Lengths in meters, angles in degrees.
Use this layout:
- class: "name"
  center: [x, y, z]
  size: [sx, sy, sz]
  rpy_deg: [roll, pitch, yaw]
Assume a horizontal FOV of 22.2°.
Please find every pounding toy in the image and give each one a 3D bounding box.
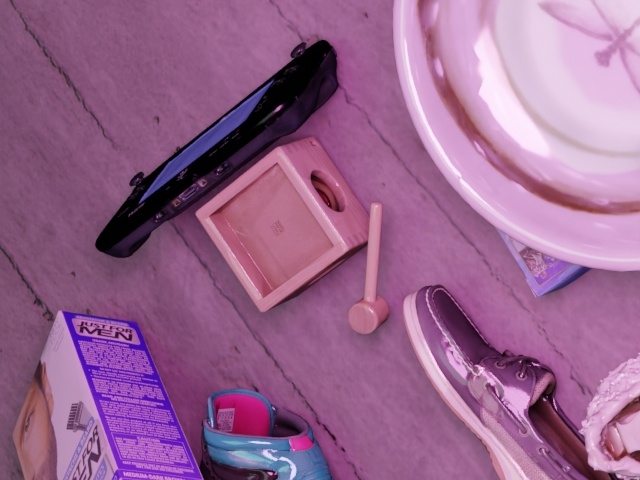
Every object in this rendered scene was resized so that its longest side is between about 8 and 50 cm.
- class: "pounding toy"
  center: [0.010, 0.000, 1.669]
  size: [0.181, 0.094, 0.206]
  rpy_deg: [-37, 84, 28]

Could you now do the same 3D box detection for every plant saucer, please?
- class: "plant saucer"
  center: [0.258, -0.178, 1.367]
  size: [0.400, 0.100, 0.400]
  rpy_deg: [8, 108, 28]

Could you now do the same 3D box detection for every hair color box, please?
- class: "hair color box"
  center: [-0.233, 0.245, 1.765]
  size: [0.185, 0.110, 0.339]
  rpy_deg: [-66, 28, 22]

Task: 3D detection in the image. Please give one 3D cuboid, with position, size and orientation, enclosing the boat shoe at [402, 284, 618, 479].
- class: "boat shoe"
  center: [0.186, 0.153, 1.558]
  size: [0.092, 0.103, 0.285]
  rpy_deg: [-39, 78, 27]

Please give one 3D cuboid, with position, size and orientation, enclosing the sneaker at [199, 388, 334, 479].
- class: "sneaker"
  center: [-0.107, 0.252, 1.759]
  size: [0.295, 0.124, 0.178]
  rpy_deg: [-10, 90, 36]

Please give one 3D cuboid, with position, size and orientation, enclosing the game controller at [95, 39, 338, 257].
- class: "game controller"
  center: [-0.111, -0.092, 1.696]
  size: [0.319, 0.166, 0.067]
  rpy_deg: [-36, 96, 33]

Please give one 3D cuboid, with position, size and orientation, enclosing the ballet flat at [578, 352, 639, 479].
- class: "ballet flat"
  center: [0.398, 0.129, 1.381]
  size: [0.409, 0.147, 0.147]
  rpy_deg: [-24, 82, 34]

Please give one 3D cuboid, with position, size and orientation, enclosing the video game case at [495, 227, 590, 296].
- class: "video game case"
  center: [0.244, -0.121, 1.499]
  size: [0.269, 0.061, 0.244]
  rpy_deg: [-39, 74, 32]
